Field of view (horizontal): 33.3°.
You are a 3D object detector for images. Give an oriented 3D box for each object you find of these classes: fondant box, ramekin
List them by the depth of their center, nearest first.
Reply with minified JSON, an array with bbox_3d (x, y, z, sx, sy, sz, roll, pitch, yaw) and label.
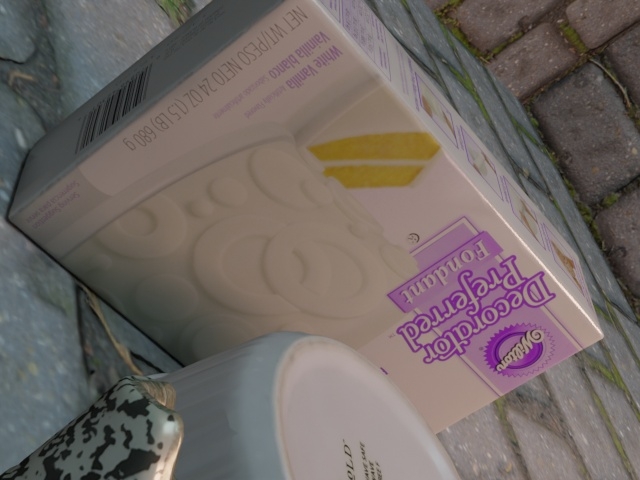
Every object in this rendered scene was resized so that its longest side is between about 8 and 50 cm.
[{"bbox_3d":[-0.005,0.176,0.608,0.273,0.127,0.273,46,23,-26],"label":"ramekin"},{"bbox_3d":[0.000,0.000,0.723,0.330,0.238,0.096,44,23,-28],"label":"fondant box"}]

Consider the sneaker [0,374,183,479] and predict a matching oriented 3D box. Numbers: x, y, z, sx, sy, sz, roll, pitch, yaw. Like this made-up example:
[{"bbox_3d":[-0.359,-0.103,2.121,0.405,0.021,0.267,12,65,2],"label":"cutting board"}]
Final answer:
[{"bbox_3d":[0.010,0.211,0.422,0.410,0.182,0.158,44,2,-17],"label":"sneaker"}]
